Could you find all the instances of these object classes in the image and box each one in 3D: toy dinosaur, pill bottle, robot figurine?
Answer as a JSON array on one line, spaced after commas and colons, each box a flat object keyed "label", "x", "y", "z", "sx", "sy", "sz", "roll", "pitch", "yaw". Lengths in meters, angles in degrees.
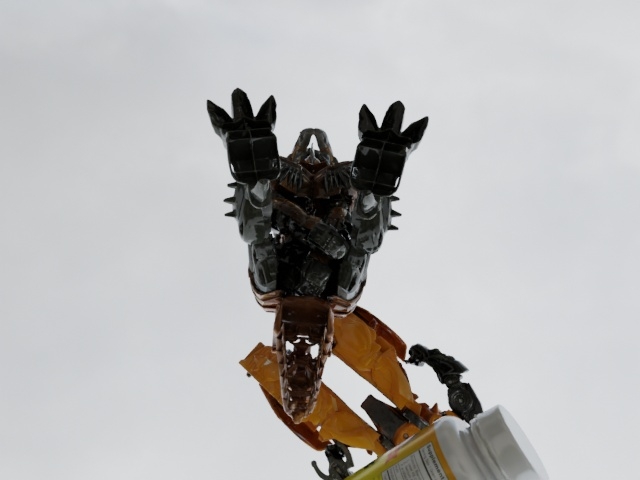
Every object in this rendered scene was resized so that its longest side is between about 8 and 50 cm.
[{"label": "toy dinosaur", "x": 0.000, "y": 0.000, "z": 0.663, "sx": 0.164, "sy": 0.219, "sz": 0.322, "roll": -10, "pitch": -135, "yaw": -17}, {"label": "pill bottle", "x": 0.100, "y": 0.244, "z": 0.739, "sx": 0.215, "sy": 0.117, "sz": 0.117, "roll": -35, "pitch": -146, "yaw": 12}, {"label": "robot figurine", "x": 0.054, "y": 0.189, "z": 0.951, "sx": 0.291, "sy": 0.085, "sz": 0.211, "roll": 39, "pitch": -96, "yaw": 23}]
